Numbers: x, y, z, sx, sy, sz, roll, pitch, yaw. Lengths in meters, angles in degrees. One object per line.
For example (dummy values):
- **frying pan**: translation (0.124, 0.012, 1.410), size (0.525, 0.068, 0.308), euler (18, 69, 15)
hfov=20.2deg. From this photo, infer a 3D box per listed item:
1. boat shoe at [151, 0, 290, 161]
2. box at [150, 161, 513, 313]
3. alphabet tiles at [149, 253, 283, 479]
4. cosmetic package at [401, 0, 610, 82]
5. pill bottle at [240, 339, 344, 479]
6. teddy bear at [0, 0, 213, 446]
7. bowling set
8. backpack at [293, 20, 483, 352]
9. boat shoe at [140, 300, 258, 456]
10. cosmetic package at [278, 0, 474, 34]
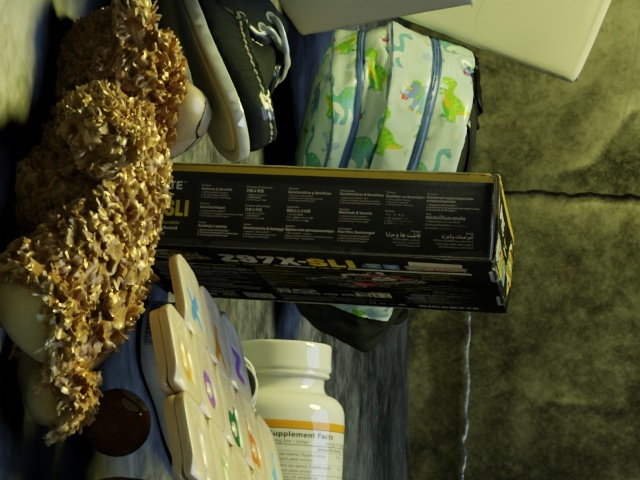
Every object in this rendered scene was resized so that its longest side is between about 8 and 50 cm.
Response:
- **boat shoe**: translation (-0.071, -0.169, 1.452), size (0.302, 0.091, 0.114), euler (-114, -163, -48)
- **box**: translation (0.000, 0.000, 1.541), size (0.257, 0.322, 0.079), euler (56, 38, -74)
- **alphabet tiles**: translation (-0.069, 0.161, 1.354), size (0.284, 0.021, 0.278), euler (61, 14, -60)
- **cosmetic package**: translation (0.203, -0.419, 2.289), size (0.329, 0.393, 0.327), euler (-39, 150, -80)
- **pill bottle**: translation (-0.044, 0.231, 1.891), size (0.136, 0.136, 0.246), euler (48, 44, -77)
- **teddy bear**: translation (-0.149, -0.020, 1.274), size (0.338, 0.113, 0.245), euler (-76, 167, -54)
- **bowling set**: translation (-0.116, 0.217, 1.377), size (0.287, 0.154, 0.200), euler (-2, 94, -81)
- **backpack**: translation (0.074, -0.096, 2.219), size (0.355, 0.273, 0.290), euler (-51, -164, 37)
- **boat shoe**: translation (-0.100, 0.139, 1.676), size (0.267, 0.088, 0.096), euler (79, 15, -53)
- **cosmetic package**: translation (-0.013, -0.359, 1.345), size (0.453, 0.161, 0.230), euler (49, 33, -64)
